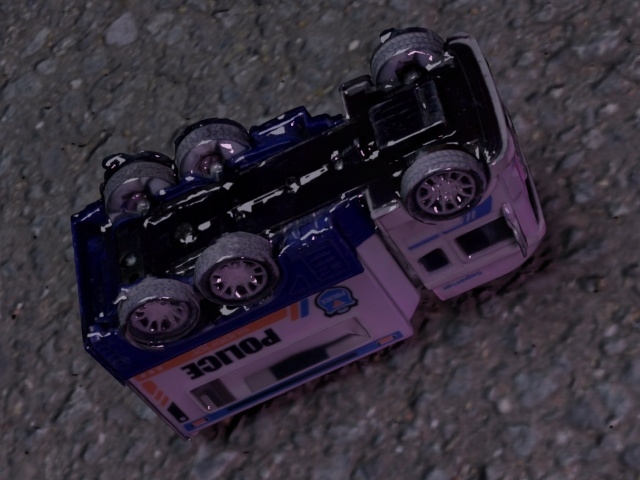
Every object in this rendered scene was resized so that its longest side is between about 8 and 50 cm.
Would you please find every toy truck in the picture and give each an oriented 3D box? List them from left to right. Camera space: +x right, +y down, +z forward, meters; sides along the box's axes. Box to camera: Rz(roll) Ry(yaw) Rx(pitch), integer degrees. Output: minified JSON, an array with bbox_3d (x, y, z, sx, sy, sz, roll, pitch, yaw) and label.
[{"bbox_3d":[0.000,0.000,1.096,0.268,0.155,0.124,-24,47,13],"label":"toy truck"}]
